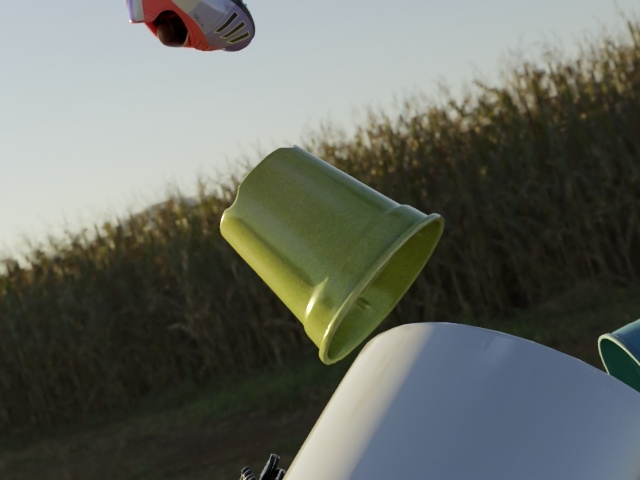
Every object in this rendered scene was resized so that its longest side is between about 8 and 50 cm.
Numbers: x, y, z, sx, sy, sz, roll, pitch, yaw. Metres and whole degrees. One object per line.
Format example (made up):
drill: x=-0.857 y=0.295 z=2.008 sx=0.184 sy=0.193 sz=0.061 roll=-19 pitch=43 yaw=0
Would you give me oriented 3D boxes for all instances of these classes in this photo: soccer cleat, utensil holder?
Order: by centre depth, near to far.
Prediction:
utensil holder: x=0.077 y=0.295 z=0.714 sx=0.328 sy=0.327 sz=0.385 roll=-16 pitch=37 yaw=55
soccer cleat: x=-0.183 y=-0.307 z=1.465 sx=0.109 sy=0.116 sz=0.318 roll=-2 pitch=-10 yaw=19

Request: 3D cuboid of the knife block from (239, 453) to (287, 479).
knife block: x=-0.066 y=0.453 z=1.501 sx=0.242 sy=0.275 sz=0.088 roll=-19 pitch=13 yaw=-10

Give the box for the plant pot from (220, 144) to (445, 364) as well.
plant pot: x=0.000 y=0.000 z=1.566 sx=0.276 sy=0.254 sz=0.276 roll=-47 pitch=-16 yaw=-17

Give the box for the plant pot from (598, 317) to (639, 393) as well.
plant pot: x=0.613 y=0.198 z=1.616 sx=0.255 sy=0.271 sz=0.271 roll=-31 pitch=2 yaw=-3
